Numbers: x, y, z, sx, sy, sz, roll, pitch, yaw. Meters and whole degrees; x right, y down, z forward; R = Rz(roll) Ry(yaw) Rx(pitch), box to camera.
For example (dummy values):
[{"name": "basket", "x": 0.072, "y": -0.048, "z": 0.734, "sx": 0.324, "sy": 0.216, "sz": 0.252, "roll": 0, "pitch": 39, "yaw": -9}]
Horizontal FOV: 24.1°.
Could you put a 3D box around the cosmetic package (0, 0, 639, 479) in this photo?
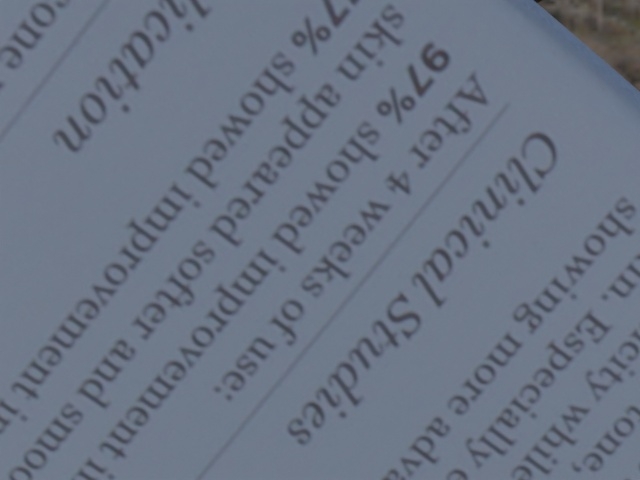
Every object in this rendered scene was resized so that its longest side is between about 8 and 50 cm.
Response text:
[{"name": "cosmetic package", "x": -0.032, "y": 0.029, "z": 0.612, "sx": 0.329, "sy": 0.393, "sz": 0.327, "roll": -50, "pitch": 16, "yaw": 8}]

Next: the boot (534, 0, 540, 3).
[{"name": "boot", "x": 0.060, "y": -0.181, "z": 0.918, "sx": 0.219, "sy": 0.082, "sz": 0.106, "roll": -5, "pitch": -14, "yaw": -5}]
